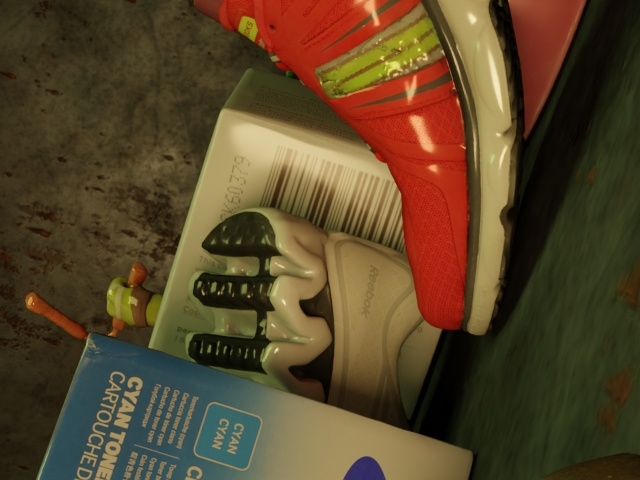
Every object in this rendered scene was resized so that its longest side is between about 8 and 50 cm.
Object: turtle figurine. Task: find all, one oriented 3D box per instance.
[{"bbox_3d":[-0.045,0.054,1.008,0.217,0.269,0.087,-53,23,4],"label":"turtle figurine"}]

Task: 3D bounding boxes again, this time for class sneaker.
[{"bbox_3d":[-0.010,0.135,0.717,0.110,0.118,0.292,12,92,55],"label":"sneaker"},{"bbox_3d":[0.019,-0.090,0.617,0.107,0.118,0.279,-69,-32,-67],"label":"sneaker"}]

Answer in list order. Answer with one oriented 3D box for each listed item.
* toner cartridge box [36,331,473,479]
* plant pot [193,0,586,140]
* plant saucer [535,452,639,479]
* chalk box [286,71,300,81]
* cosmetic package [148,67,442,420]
[{"bbox_3d":[-0.067,0.224,0.555,0.075,0.165,0.348,116,172,-69],"label":"toner cartridge box"},{"bbox_3d":[0.038,-0.153,0.763,0.201,0.180,0.201,-163,90,-88],"label":"plant pot"},{"bbox_3d":[0.034,0.143,0.361,0.198,0.036,0.198,-162,90,-89],"label":"plant saucer"},{"bbox_3d":[0.061,-0.173,1.048,0.132,0.132,0.213,114,172,-63],"label":"chalk box"},{"bbox_3d":[0.000,0.000,0.863,0.183,0.151,0.151,-77,5,-76],"label":"cosmetic package"}]
